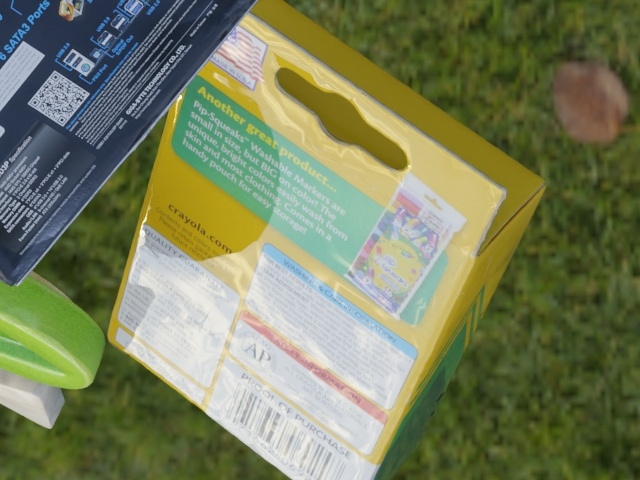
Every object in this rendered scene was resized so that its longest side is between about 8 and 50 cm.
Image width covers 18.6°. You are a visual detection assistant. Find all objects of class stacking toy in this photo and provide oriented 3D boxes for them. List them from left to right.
[{"bbox_3d":[-0.248,-0.014,1.214,0.279,0.130,0.309,26,162,-4],"label":"stacking toy"}]

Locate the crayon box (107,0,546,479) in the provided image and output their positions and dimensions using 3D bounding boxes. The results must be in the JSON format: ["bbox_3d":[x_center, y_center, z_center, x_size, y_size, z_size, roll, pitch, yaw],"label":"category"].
[{"bbox_3d":[0.000,0.000,1.151,0.203,0.083,0.323,36,140,13],"label":"crayon box"}]

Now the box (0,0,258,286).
[{"bbox_3d":[-0.112,-0.112,0.680,0.175,0.051,0.220,33,106,-28],"label":"box"}]
